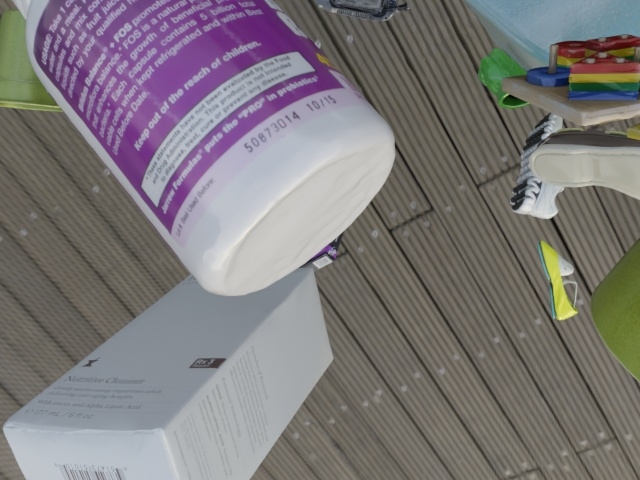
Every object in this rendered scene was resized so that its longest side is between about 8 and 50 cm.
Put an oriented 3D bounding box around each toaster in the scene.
[{"bbox_3d":[0.101,-0.579,1.619,0.227,0.146,0.129,13,141,9],"label":"toaster"}]

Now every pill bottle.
[{"bbox_3d":[-0.100,-0.121,0.527,0.169,0.169,0.301,-47,74,23],"label":"pill bottle"}]

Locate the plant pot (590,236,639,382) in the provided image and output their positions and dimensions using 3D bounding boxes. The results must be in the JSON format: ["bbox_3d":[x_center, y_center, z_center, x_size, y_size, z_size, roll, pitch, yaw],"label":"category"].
[{"bbox_3d":[0.469,0.011,0.732,0.275,0.275,0.293,15,123,-7],"label":"plant pot"}]

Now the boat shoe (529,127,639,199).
[{"bbox_3d":[0.554,-0.146,1.339,0.324,0.097,0.116,11,137,36],"label":"boat shoe"}]

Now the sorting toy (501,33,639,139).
[{"bbox_3d":[0.257,-0.148,0.653,0.132,0.274,0.046,-11,117,-14],"label":"sorting toy"}]

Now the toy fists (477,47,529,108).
[{"bbox_3d":[0.495,-0.384,1.736,0.279,0.142,0.096,-3,156,-27],"label":"toy fists"}]

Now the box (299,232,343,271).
[{"bbox_3d":[0.000,0.000,1.495,0.029,0.162,0.116,41,134,-23],"label":"box"}]

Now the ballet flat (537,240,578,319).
[{"bbox_3d":[0.628,0.100,1.921,0.077,0.077,0.231,-11,107,18],"label":"ballet flat"}]

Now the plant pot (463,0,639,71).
[{"bbox_3d":[0.394,-0.325,1.049,0.247,0.252,0.248,-42,154,18],"label":"plant pot"}]

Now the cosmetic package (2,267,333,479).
[{"bbox_3d":[-0.156,0.179,0.909,0.217,0.385,0.156,-4,112,23],"label":"cosmetic package"}]

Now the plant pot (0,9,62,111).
[{"bbox_3d":[-0.247,-0.154,0.633,0.083,0.083,0.079,5,96,-1],"label":"plant pot"}]

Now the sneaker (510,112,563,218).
[{"bbox_3d":[0.585,-0.192,1.904,0.118,0.110,0.292,19,79,-8],"label":"sneaker"}]
